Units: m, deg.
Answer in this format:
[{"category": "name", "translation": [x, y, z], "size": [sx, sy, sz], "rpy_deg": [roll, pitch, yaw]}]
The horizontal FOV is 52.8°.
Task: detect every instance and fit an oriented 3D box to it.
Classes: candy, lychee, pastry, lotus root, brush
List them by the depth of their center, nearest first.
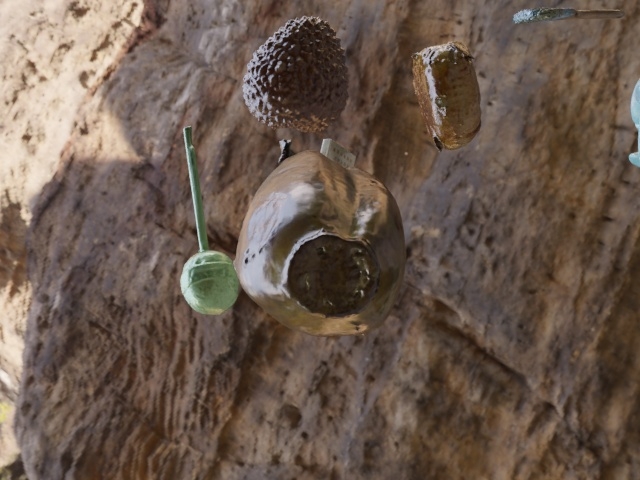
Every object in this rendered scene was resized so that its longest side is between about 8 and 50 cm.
[{"category": "lotus root", "translation": [0.000, 0.000, 0.504], "size": [0.241, 0.124, 0.122], "rpy_deg": [-92, 14, -72]}, {"category": "brush", "translation": [0.408, -0.362, 1.036], "size": [0.196, 0.070, 0.021], "rpy_deg": [-6, -78, -16]}, {"category": "pastry", "translation": [0.245, -0.293, 1.267], "size": [0.100, 0.218, 0.229], "rpy_deg": [-15, -30, 1]}, {"category": "candy", "translation": [-0.253, -0.053, 1.342], "size": [0.119, 0.439, 0.119], "rpy_deg": [-12, -25, -6]}, {"category": "lychee", "translation": [-0.046, -0.381, 1.480], "size": [0.271, 0.271, 0.271], "rpy_deg": [-41, -35, -36]}]

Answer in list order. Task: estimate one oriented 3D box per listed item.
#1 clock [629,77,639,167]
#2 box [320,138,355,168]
[{"category": "clock", "translation": [0.771, -0.294, 1.372], "size": [0.224, 0.094, 0.274], "rpy_deg": [-15, -70, -5]}, {"category": "box", "translation": [0.020, -0.099, 1.224], "size": [0.090, 0.024, 0.166], "rpy_deg": [26, -106, -52]}]
